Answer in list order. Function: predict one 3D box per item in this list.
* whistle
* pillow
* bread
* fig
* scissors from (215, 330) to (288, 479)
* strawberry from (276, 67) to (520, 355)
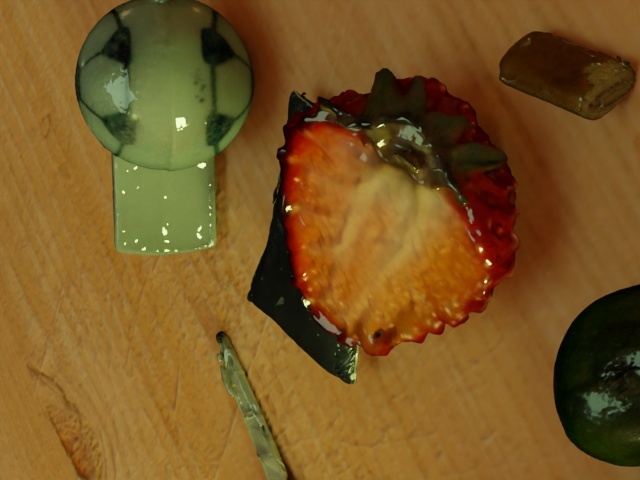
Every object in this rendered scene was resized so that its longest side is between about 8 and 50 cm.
[{"bbox_3d":[-0.132,-0.102,1.254,0.163,0.164,0.289,27,125,47],"label":"whistle"},{"bbox_3d":[0.000,0.000,1.188,0.141,0.055,0.208,40,131,38],"label":"pillow"},{"bbox_3d":[0.157,-0.105,0.938,0.083,0.047,0.036,33,158,47],"label":"bread"},{"bbox_3d":[0.223,0.066,0.864,0.177,0.117,0.117,-30,77,32],"label":"fig"},{"bbox_3d":[-0.041,0.221,1.364,0.109,0.022,0.300,-39,70,49],"label":"scissors"},{"bbox_3d":[0.062,-0.022,1.054,0.190,0.111,0.236,40,143,12],"label":"strawberry"}]
